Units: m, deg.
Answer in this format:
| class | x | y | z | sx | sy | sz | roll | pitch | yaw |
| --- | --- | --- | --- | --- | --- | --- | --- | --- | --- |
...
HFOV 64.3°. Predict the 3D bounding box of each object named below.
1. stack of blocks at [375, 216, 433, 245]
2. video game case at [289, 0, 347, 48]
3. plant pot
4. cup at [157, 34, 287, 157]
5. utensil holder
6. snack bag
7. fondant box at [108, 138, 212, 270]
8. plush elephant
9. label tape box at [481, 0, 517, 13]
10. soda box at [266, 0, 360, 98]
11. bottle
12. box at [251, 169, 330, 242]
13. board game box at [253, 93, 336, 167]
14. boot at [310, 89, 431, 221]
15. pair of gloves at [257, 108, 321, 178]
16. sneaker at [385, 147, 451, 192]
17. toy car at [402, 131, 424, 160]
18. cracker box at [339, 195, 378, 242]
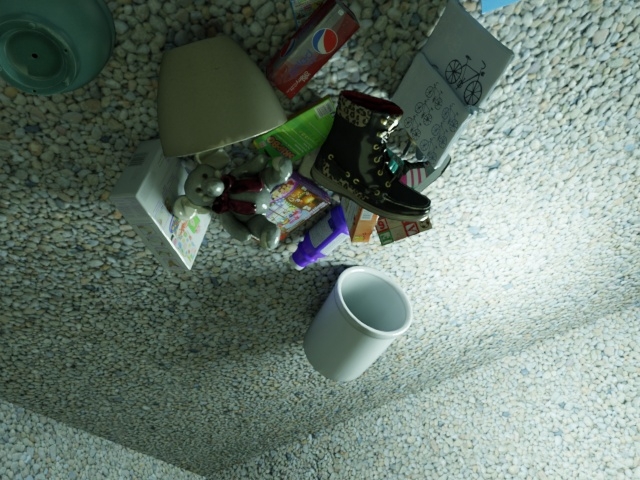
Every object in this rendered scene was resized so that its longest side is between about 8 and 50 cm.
| class | x | y | z | sx | sy | sz | roll | pitch | yaw |
| --- | --- | --- | --- | --- | --- | --- | --- | --- | --- |
| stack of blocks | 0.283 | -0.053 | 1.738 | 0.171 | 0.087 | 0.297 | -20 | 178 | 10 |
| video game case | -0.003 | -0.566 | 1.327 | 0.119 | 0.015 | 0.166 | -15 | 136 | 4 |
| plant pot | -0.636 | -0.456 | 1.164 | 0.293 | 0.196 | 0.293 | -7 | 137 | -6 |
| cup | -0.275 | -0.373 | 1.282 | 0.331 | 0.331 | 0.237 | -15 | 111 | 3 |
| utensil holder | 0.135 | 0.350 | 2.074 | 0.327 | 0.328 | 0.385 | 11 | 133 | -23 |
| snack bag | 0.324 | -0.415 | 1.334 | 0.037 | 0.323 | 0.342 | 6 | 134 | -30 |
| fondant box | -0.462 | -0.100 | 1.524 | 0.096 | 0.238 | 0.330 | -4 | 138 | 18 |
| plush elephant | -0.275 | -0.144 | 1.486 | 0.255 | 0.330 | 0.272 | 13 | 92 | -38 |
| label tape box | 0.510 | -0.722 | 1.220 | 0.240 | 0.106 | 0.334 | -18 | 136 | 6 |
| soda box | -0.025 | -0.499 | 1.318 | 0.092 | 0.083 | 0.263 | 31 | 123 | -35 |
| bottle | 0.000 | 0.000 | 1.830 | 0.092 | 0.118 | 0.283 | 28 | 123 | -35 |
| box | -0.141 | -0.103 | 1.713 | 0.293 | 0.057 | 0.201 | -35 | 139 | 25 |
| board game box | -0.061 | -0.314 | 1.508 | 0.259 | 0.039 | 0.124 | -28 | 128 | 9 |
| boot | 0.170 | -0.235 | 1.440 | 0.377 | 0.138 | 0.284 | 27 | 127 | 14 |
| pair of gloves | -0.066 | -0.288 | 1.577 | 0.240 | 0.042 | 0.204 | 16 | 129 | -28 |
| sneaker | 0.275 | -0.240 | 1.655 | 0.295 | 0.124 | 0.178 | -40 | 102 | -13 |
| toy car | 0.313 | -0.325 | 1.495 | 0.149 | 0.155 | 0.188 | 20 | 99 | -29 |
| cracker box | 0.123 | -0.128 | 1.645 | 0.067 | 0.232 | 0.156 | 2 | 134 | -13 |
